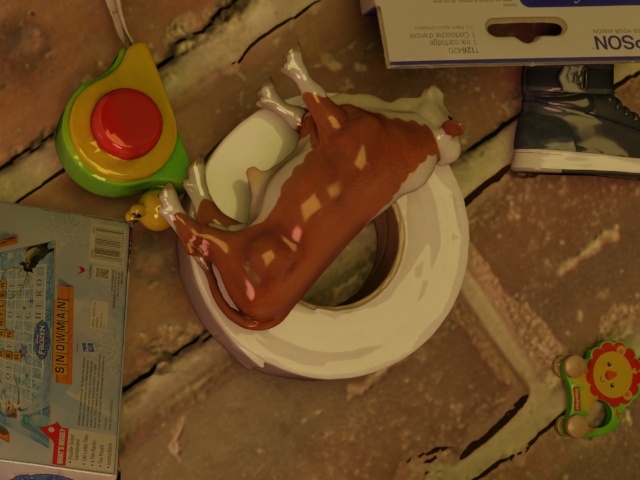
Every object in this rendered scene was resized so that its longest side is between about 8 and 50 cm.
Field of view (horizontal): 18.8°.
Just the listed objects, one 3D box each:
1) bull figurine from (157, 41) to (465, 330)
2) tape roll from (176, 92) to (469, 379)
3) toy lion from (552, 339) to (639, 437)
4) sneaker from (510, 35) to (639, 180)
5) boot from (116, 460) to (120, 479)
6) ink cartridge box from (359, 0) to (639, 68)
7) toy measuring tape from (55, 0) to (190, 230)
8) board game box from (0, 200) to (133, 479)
[{"bbox_3d":[-0.007,-0.063,1.832,0.188,0.101,0.310,42,76,-1],"label":"bull figurine"},{"bbox_3d":[0.000,0.000,1.928,0.286,0.100,0.286,1,85,-12],"label":"tape roll"},{"bbox_3d":[0.292,0.154,2.014,0.096,0.034,0.100,0,85,-20],"label":"toy lion"},{"bbox_3d":[0.314,-0.144,2.013,0.226,0.086,0.163,4,87,-10],"label":"sneaker"},{"bbox_3d":[-0.276,0.256,1.849,0.178,0.085,0.236,-8,83,-7],"label":"boot"},{"bbox_3d":[0.182,-0.304,1.973,0.303,0.072,0.307,-2,71,-14],"label":"ink cartridge box"},{"bbox_3d":[-0.223,-0.158,1.893,0.121,0.121,0.330,-20,81,-13],"label":"toy measuring tape"},{"bbox_3d":[-0.339,0.089,1.775,0.318,0.066,0.319,10,44,-11],"label":"board game box"}]
